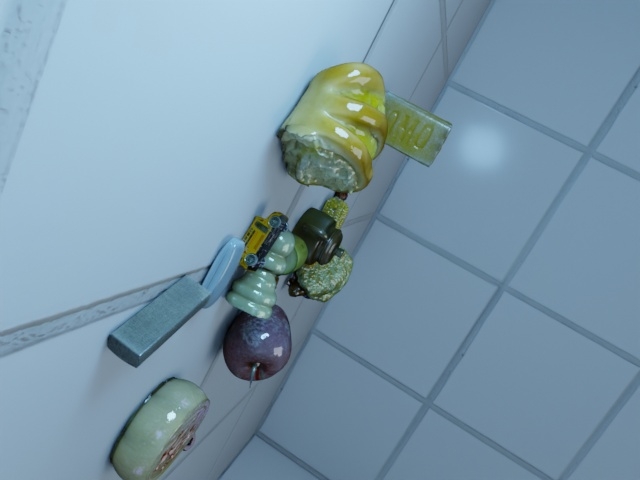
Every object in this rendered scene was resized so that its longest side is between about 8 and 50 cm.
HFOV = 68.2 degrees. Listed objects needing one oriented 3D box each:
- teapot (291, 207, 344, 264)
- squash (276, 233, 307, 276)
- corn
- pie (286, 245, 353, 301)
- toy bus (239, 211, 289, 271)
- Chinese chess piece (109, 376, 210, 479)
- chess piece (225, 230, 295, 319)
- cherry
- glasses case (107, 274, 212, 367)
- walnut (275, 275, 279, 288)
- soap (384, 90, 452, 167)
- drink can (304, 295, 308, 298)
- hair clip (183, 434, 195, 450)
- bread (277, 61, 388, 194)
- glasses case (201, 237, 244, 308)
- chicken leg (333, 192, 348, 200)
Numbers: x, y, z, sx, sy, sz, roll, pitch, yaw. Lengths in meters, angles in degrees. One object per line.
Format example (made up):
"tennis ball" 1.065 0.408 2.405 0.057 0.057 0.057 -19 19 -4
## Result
"teapot" 0.000 0.000 1.604 0.186 0.175 0.268 -60 170 -9
"squash" -0.095 0.039 1.417 0.123 0.123 0.186 -62 169 11
"corn" 0.009 -0.026 1.768 0.292 0.101 0.101 -60 170 6
"pie" 0.009 0.126 1.907 0.274 0.105 0.258 17 97 -38
"toy bus" -0.147 -0.005 1.167 0.162 0.074 0.069 -58 162 0
"Chinese chess piece" -0.403 0.485 1.206 0.270 0.112 0.270 -55 169 -16
"chess piece" -0.149 0.075 1.275 0.133 0.133 0.244 33 81 -80
"cherry" -0.194 0.318 1.461 0.236 0.212 0.286 -32 -148 37
"glasses case" -0.296 0.147 0.891 0.205 0.070 0.047 -47 167 -53
"walnut" -0.176 0.144 1.496 0.091 0.052 0.121 -62 171 5
"soap" 0.317 -0.401 1.709 0.174 0.274 0.089 -64 170 23
"drink can" -0.044 0.177 2.093 0.097 0.097 0.235 -55 168 -25
"hair clip" -0.449 0.572 1.452 0.123 0.102 0.138 -44 129 -61
"bread" 0.055 -0.245 1.093 0.270 0.211 0.316 -58 172 -15
"glasses case" -0.228 0.075 1.080 0.179 0.045 0.067 -61 170 5
"chicken leg" 0.103 -0.220 1.826 0.219 0.048 0.089 -63 172 16
